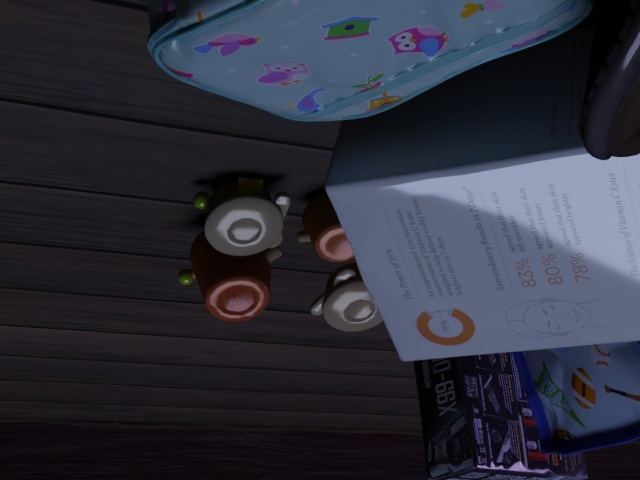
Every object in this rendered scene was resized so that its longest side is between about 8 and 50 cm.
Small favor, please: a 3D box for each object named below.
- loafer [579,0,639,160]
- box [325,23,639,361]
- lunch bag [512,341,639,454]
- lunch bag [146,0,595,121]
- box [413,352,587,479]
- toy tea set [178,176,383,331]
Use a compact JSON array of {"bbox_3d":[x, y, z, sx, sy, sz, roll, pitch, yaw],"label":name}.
[{"bbox_3d":[0.248,-0.163,0.676,0.130,0.134,0.366,16,147,1],"label":"loafer"},{"bbox_3d":[0.208,-0.042,0.986,0.345,0.168,0.215,-7,131,21],"label":"box"},{"bbox_3d":[0.420,0.058,1.249,0.328,0.239,0.385,-21,175,-25],"label":"lunch bag"},{"bbox_3d":[0.038,-0.173,0.800,0.279,0.108,0.224,-17,157,36],"label":"lunch bag"},{"bbox_3d":[0.221,0.153,1.514,0.076,0.307,0.242,-24,153,39],"label":"box"},{"bbox_3d":[0.000,0.000,1.384,0.336,0.124,0.200,7,130,-19],"label":"toy tea set"}]
